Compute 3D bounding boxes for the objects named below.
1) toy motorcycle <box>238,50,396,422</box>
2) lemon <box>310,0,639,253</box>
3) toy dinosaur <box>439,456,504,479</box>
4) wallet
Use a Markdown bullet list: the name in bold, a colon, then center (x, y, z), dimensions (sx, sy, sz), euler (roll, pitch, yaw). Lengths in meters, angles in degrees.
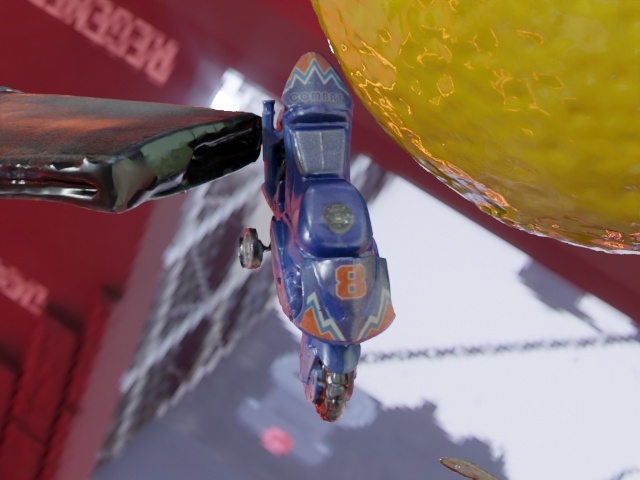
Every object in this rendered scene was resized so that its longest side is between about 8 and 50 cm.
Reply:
- **toy motorcycle**: center (0.000, 0.000, 1.035), dimensions (0.114, 0.076, 0.205), euler (117, 148, -62)
- **lemon**: center (0.099, -0.118, 0.558), dimensions (0.228, 0.228, 0.253), euler (-51, -45, -29)
- **toy dinosaur**: center (0.095, 0.159, 0.872), dimensions (0.220, 0.032, 0.108), euler (2, -70, -30)
- **wallet**: center (-0.236, -0.058, 1.077), dimensions (0.190, 0.379, 0.046), euler (-34, -57, -62)
